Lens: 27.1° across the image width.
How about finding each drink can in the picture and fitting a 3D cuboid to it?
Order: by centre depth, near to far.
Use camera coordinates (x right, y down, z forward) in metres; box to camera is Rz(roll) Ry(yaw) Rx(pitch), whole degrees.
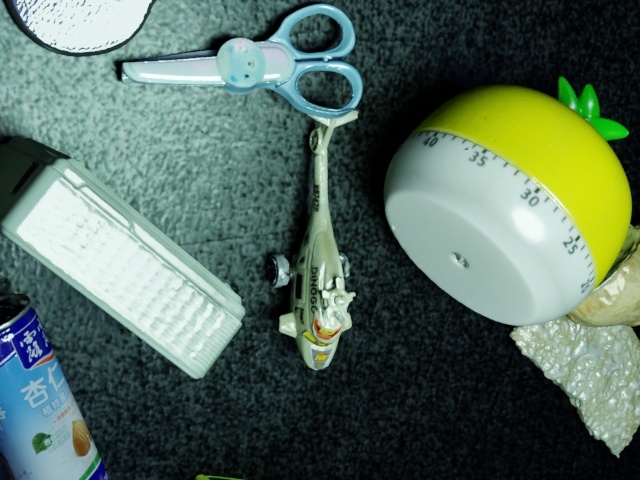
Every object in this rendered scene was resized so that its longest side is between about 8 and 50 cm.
[{"bbox_3d":[-0.297,0.178,1.363,0.097,0.097,0.235,-24,112,-17],"label":"drink can"}]

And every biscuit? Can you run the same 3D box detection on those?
[{"bbox_3d":[0.349,0.155,1.683,0.133,0.032,0.250,-47,116,-8],"label":"biscuit"}]

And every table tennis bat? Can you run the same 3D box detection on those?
[{"bbox_3d":[-0.200,-0.262,1.331,0.236,0.027,0.150,-8,106,-21],"label":"table tennis bat"}]

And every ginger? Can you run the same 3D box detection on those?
[{"bbox_3d":[0.441,0.024,1.636,0.354,0.126,0.190,-16,92,-16],"label":"ginger"}]

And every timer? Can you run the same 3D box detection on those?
[{"bbox_3d":[0.232,-0.071,1.452,0.285,0.285,0.285,-6,106,-23],"label":"timer"}]

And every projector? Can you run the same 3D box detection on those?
[{"bbox_3d":[-0.211,0.010,1.306,0.256,0.192,0.099,41,80,-27],"label":"projector"}]

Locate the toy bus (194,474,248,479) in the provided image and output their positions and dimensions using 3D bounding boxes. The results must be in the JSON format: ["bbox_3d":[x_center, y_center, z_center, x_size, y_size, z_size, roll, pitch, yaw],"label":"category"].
[{"bbox_3d":[-0.099,0.404,1.480,0.128,0.150,0.262,12,93,-25],"label":"toy bus"}]

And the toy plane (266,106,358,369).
[{"bbox_3d":[0.000,0.000,1.453,0.092,0.108,0.286,0,91,-23],"label":"toy plane"}]

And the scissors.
[{"bbox_3d":[-0.081,-0.181,1.389,0.256,0.030,0.125,-6,80,-17],"label":"scissors"}]
